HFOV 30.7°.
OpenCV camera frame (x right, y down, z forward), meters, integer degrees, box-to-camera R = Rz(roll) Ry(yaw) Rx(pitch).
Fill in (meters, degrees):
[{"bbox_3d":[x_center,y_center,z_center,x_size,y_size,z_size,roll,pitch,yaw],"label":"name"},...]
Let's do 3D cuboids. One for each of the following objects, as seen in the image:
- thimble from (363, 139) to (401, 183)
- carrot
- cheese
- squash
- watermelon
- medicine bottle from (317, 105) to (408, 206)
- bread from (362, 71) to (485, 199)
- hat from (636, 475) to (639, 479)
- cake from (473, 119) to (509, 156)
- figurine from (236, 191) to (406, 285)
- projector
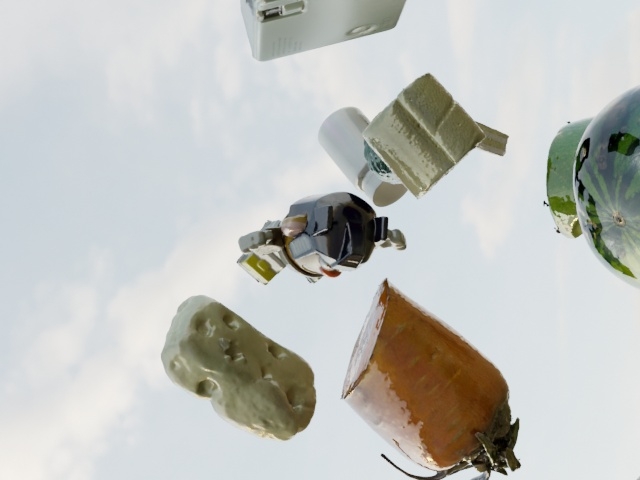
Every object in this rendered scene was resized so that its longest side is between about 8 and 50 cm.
[{"bbox_3d":[0.148,-0.156,1.984,0.135,0.090,0.118,6,-95,-39],"label":"thimble"},{"bbox_3d":[0.165,0.233,1.705,0.214,0.331,0.193,-50,-4,-33],"label":"carrot"},{"bbox_3d":[-0.121,0.199,1.800,0.263,0.093,0.159,37,-144,-13],"label":"cheese"},{"bbox_3d":[0.476,-0.115,1.703,0.111,0.288,0.203,22,-109,-52],"label":"squash"},{"bbox_3d":[0.457,-0.062,1.441,0.285,0.285,0.285,-29,-56,-56],"label":"watermelon"},{"bbox_3d":[0.083,-0.155,2.162,0.103,0.187,0.103,-27,-32,-18],"label":"medicine bottle"},{"bbox_3d":[0.159,-0.161,1.787,0.141,0.148,0.134,50,-140,3],"label":"bread"},{"bbox_3d":[0.413,0.364,1.456,0.112,0.093,0.162,50,-154,-29],"label":"hat"},{"bbox_3d":[0.303,-0.198,2.224,0.052,0.121,0.065,-66,-14,-4],"label":"cake"},{"bbox_3d":[-0.003,-0.002,1.943,0.308,0.308,0.143,-17,-96,-59],"label":"figurine"},{"bbox_3d":[0.000,-0.297,1.327,0.257,0.192,0.099,118,136,-84],"label":"projector"}]
